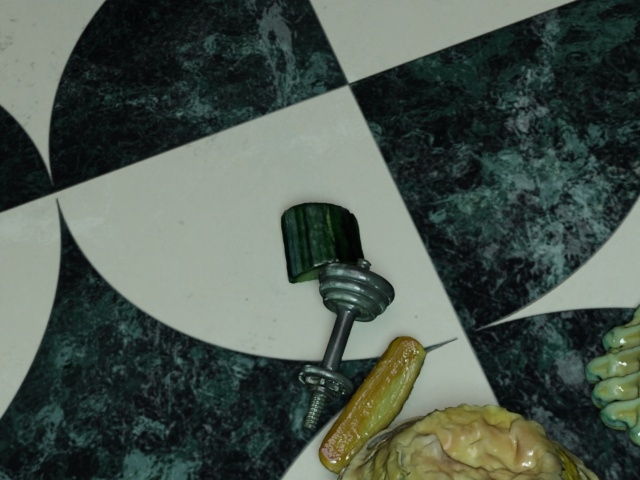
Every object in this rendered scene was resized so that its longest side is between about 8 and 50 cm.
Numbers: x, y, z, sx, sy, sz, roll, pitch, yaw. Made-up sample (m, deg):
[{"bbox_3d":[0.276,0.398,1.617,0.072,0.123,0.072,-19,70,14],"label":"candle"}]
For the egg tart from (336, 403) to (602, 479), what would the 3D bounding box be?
[{"bbox_3d":[0.182,0.299,1.483,0.352,0.150,0.352,1,33,0],"label":"egg tart"}]

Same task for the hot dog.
[{"bbox_3d":[0.073,0.222,1.669,0.066,0.047,0.215,30,66,11],"label":"hot dog"}]

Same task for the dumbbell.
[{"bbox_3d":[0.024,0.139,1.704,0.110,0.110,0.254,11,66,18],"label":"dumbbell"}]

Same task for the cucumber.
[{"bbox_3d":[0.000,0.000,1.822,0.116,0.062,0.115,-11,59,5],"label":"cucumber"}]

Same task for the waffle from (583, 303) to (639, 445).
[{"bbox_3d":[0.487,0.143,1.568,0.309,0.056,0.292,-44,30,-12],"label":"waffle"}]
